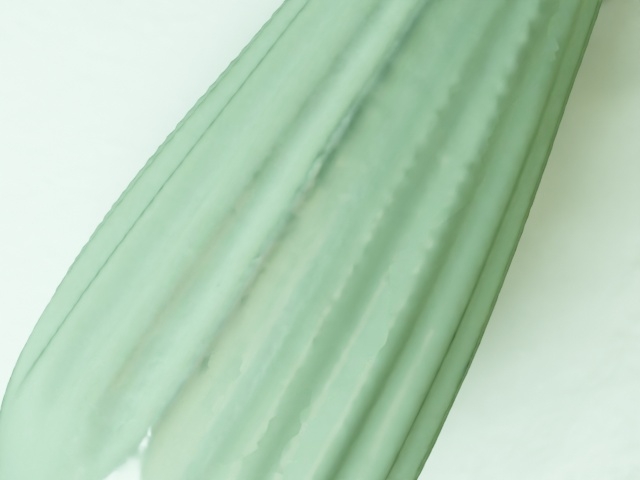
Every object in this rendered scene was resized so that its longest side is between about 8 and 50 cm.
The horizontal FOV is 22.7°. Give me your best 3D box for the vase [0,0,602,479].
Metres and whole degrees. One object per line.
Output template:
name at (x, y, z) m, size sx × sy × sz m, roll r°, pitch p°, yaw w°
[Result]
vase at (0.000, 0.000, 0.490) m, size 0.128 × 0.128 × 0.248 m, roll 28°, pitch 97°, yaw -19°
